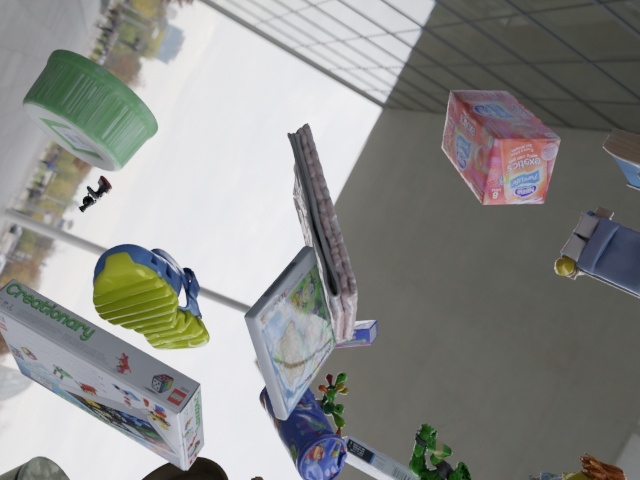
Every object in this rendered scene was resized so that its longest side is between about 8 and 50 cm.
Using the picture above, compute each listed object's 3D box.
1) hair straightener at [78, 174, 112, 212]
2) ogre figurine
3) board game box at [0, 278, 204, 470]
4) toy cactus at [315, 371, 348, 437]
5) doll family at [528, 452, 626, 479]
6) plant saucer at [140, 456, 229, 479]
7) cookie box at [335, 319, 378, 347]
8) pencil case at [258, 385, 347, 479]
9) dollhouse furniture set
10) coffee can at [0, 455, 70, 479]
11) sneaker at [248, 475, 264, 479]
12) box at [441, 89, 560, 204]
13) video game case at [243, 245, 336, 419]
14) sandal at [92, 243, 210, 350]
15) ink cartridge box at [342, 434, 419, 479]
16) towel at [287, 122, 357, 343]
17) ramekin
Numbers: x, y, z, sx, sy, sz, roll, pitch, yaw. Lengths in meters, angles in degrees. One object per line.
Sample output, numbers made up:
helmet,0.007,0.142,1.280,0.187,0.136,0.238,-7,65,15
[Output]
hair straightener,-0.567,-0.110,1.603,0.089,0.047,0.230,-43,-163,-19
ogre figurine,0.263,0.518,1.439,0.096,0.197,0.118,-22,145,-53
board game box,-0.301,0.189,0.899,0.053,0.305,0.193,-55,165,-37
toy cactus,0.003,0.469,1.818,0.180,0.112,0.219,-20,-126,60
doll family,0.432,0.435,1.056,0.163,0.119,0.263,-11,-164,15
plant saucer,-0.305,0.569,1.334,0.277,0.041,0.278,-18,-149,11
cookie box,0.082,0.217,1.526,0.107,0.091,0.040,-16,99,-74
pencil case,-0.040,0.420,1.495,0.306,0.133,0.120,-138,-126,-61
dollhouse furniture set,0.646,-0.022,1.321,0.286,0.198,0.304,33,-87,45
coffee can,-0.550,0.503,1.054,0.275,0.202,0.201,-26,-154,-3
sneaker,-0.149,0.493,1.117,0.185,0.084,0.069,-38,-172,0
box,0.381,-0.211,1.429,0.300,0.142,0.154,-104,-166,-57
video game case,-0.041,0.148,1.064,0.023,0.213,0.193,6,-145,29
sandal,-0.262,0.072,1.018,0.317,0.126,0.138,81,2,-66
ink cartridge box,0.130,0.568,1.656,0.045,0.206,0.208,-61,179,-22
towel,0.000,0.000,1.210,0.317,0.053,0.332,87,-11,-69
ramekin,-0.564,-0.301,1.588,0.148,0.303,0.303,-60,-159,-17
